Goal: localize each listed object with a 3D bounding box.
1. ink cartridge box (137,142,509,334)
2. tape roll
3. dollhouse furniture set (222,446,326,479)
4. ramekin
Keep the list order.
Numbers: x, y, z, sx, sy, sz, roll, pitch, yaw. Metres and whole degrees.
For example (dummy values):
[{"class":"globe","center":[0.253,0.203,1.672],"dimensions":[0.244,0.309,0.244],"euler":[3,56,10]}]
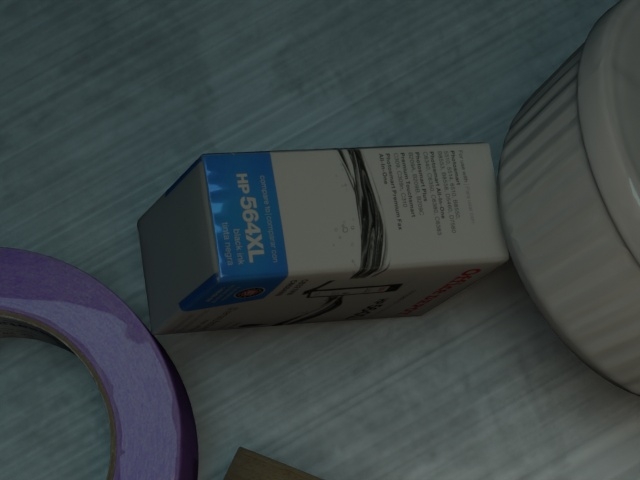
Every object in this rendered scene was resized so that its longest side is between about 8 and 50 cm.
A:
[{"class":"ink cartridge box","center":[0.000,0.000,1.170],"dimensions":[0.203,0.148,0.086],"euler":[-3,74,-23]},{"class":"tape roll","center":[-0.224,0.147,1.215],"dimensions":[0.275,0.090,0.275],"euler":[-1,77,3]},{"class":"dollhouse furniture set","center":[0.001,0.243,1.190],"dimensions":[0.123,0.151,0.144],"euler":[14,74,49]},{"class":"ramekin","center":[0.233,-0.018,1.149],"dimensions":[0.273,0.127,0.273],"euler":[23,50,-30]}]
